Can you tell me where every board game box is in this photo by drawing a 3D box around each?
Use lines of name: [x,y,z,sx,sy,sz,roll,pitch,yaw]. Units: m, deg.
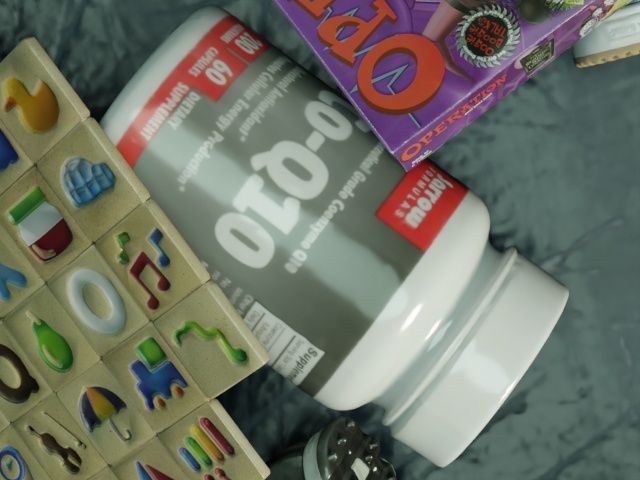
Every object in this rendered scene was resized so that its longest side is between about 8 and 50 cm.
board game box: [0.031,-0.236,1.085,0.208,0.056,0.347,-39,70,7]

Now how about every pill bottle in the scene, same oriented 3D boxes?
pill bottle: [0.000,0.000,1.106,0.283,0.161,0.161,36,96,1]

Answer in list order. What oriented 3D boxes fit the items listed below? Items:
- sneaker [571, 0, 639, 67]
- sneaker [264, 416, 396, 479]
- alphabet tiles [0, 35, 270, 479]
sneaker: [0.271,-0.216,1.102,0.282,0.099,0.153,-17,93,7]
sneaker: [0.031,0.220,1.166,0.106,0.078,0.234,-21,111,34]
alphabet tiles: [-0.181,0.035,1.115,0.342,0.011,0.285,53,134,-1]
